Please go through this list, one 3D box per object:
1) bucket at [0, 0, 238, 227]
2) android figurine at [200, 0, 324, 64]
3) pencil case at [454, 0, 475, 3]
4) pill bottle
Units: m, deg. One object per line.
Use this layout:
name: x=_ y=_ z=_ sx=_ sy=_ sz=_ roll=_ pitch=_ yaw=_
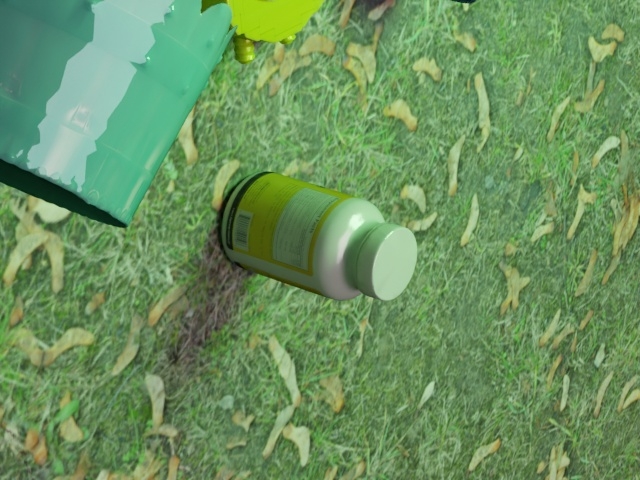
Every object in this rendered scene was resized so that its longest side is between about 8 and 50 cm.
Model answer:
bucket: x=-0.222 y=-0.139 z=1.502 sx=0.281 sy=0.281 sz=0.183 roll=32 pitch=79 yaw=-55
android figurine: x=-0.058 y=-0.301 z=1.837 sx=0.248 sy=0.056 sz=0.273 roll=-34 pitch=130 yaw=-43
pencil case: x=0.160 y=-0.394 z=2.047 sx=0.119 sy=0.133 sz=0.306 roll=26 pitch=79 yaw=-10
pill bottle: x=0.000 y=0.000 z=1.935 sx=0.103 sy=0.184 sz=0.103 roll=-28 pitch=126 yaw=-46
